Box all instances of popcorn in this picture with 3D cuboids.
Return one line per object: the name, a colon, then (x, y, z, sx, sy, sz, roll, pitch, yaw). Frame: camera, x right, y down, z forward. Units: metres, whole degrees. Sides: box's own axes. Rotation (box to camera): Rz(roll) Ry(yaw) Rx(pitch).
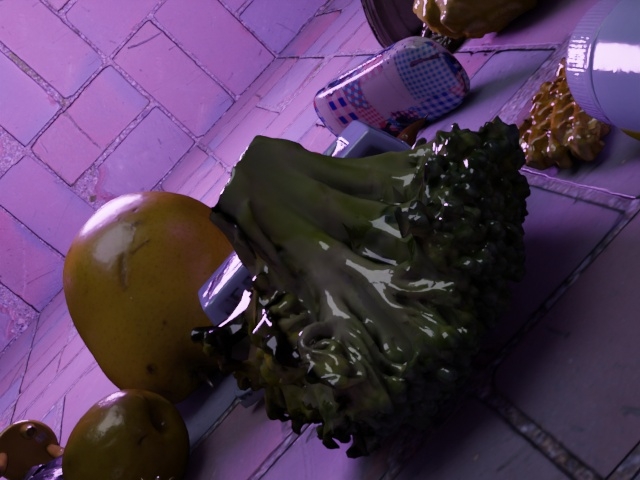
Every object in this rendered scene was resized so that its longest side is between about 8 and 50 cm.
popcorn: (0.239, -0.432, 1.321, 0.258, 0.270, 0.224, -12, 55, 9)

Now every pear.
pear: (-0.236, 0.085, 1.315, 0.285, 0.285, 0.336, -29, 64, 44)
pear: (-0.235, 0.260, 1.075, 0.162, 0.149, 0.149, -51, 15, 23)

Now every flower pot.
flower pot: (0.166, -0.488, 1.702, 0.141, 0.235, 0.235, -14, 31, 23)

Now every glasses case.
glasses case: (0.099, -0.222, 1.362, 0.076, 0.125, 0.327, -56, 19, -25)

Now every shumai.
shumai: (0.200, -0.370, 1.515, 0.123, 0.087, 0.099, -53, 20, -15)

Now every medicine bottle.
medicine bottle: (0.297, -0.138, 0.694, 0.139, 0.139, 0.225, -47, 18, 2)

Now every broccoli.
broccoli: (0.047, 0.027, 0.812, 0.334, 0.272, 0.324, -56, -20, -6)

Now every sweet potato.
sweet potato: (0.093, -0.109, 1.260, 0.195, 0.056, 0.056, -46, 17, -11)

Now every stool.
stool: (-0.490, 0.367, 1.494, 0.110, 0.134, 0.135, -176, 82, -66)

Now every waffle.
waffle: (0.272, -0.148, 0.930, 0.192, 0.046, 0.161, -51, 16, -13)

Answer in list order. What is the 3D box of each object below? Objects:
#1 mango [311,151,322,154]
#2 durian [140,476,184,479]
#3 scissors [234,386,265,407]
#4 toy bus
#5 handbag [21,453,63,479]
mango: (-0.018, -0.085, 1.404, 0.115, 0.090, 0.178, -61, 22, -3)
durian: (-0.155, 0.302, 0.782, 0.159, 0.146, 0.198, -34, 18, 41)
scissors: (-0.002, 0.115, 1.023, 0.256, 0.030, 0.125, -37, 20, 18)
toy bus: (0.000, 0.000, 1.094, 0.329, 0.136, 0.109, -47, 20, 3)
handbag: (-0.447, 0.426, 1.298, 0.254, 0.089, 0.211, -37, 26, 27)
